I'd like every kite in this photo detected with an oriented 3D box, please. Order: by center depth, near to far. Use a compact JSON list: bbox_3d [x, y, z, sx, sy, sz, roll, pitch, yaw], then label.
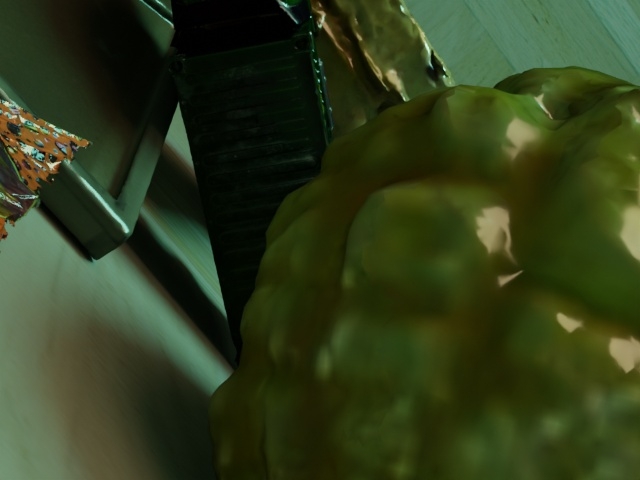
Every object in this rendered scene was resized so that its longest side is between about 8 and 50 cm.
[{"bbox_3d":[-0.158,-0.050,0.518,0.125,0.008,0.222,44,15,-13],"label":"kite"}]

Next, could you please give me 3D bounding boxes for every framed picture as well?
[{"bbox_3d":[-0.221,-0.235,0.685,0.446,0.028,0.326,50,23,-22],"label":"framed picture"}]

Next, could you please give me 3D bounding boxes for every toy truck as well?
[{"bbox_3d":[-0.033,-0.066,0.769,0.121,0.088,0.259,-83,162,-72],"label":"toy truck"}]

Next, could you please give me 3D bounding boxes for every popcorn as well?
[{"bbox_3d":[0.094,0.061,0.585,0.279,0.274,0.335,30,44,-30],"label":"popcorn"}]

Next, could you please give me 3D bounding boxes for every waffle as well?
[{"bbox_3d":[-0.038,-0.227,0.983,0.376,0.114,0.261,57,7,3],"label":"waffle"}]
